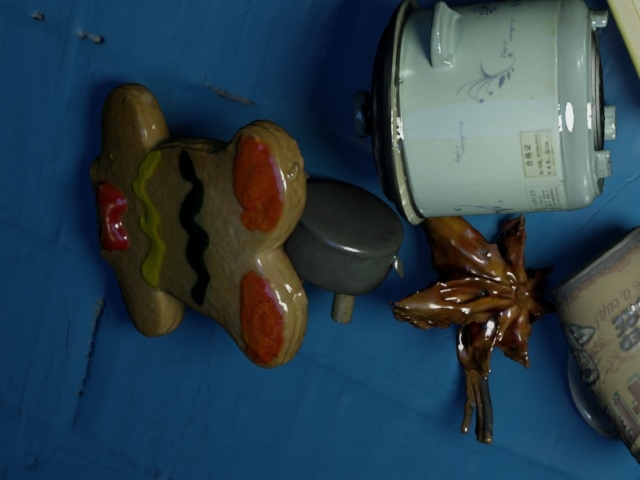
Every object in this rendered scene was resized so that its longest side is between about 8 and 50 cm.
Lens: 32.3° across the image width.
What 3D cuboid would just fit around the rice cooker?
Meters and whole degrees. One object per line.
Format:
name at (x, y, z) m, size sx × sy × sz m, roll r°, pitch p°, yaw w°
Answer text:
rice cooker at (0.182, -0.149, 1.261) m, size 0.317 × 0.264 × 0.316 m, roll 7°, pitch 146°, yaw 4°

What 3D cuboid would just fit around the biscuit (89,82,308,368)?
biscuit at (-0.176, -0.004, 1.464) m, size 0.394 × 0.076 × 0.368 m, roll 20°, pitch 119°, yaw 40°

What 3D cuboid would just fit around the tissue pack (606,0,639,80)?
tissue pack at (0.412, -0.249, 1.211) m, size 0.159 × 0.125 × 0.234 m, roll -22°, pitch 100°, yaw 25°

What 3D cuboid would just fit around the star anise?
star anise at (0.192, 0.104, 1.408) m, size 0.148 × 0.237 × 0.346 m, roll 22°, pitch 130°, yaw 57°

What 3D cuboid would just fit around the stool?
stool at (0.006, -0.002, 1.454) m, size 0.228 × 0.153 × 0.139 m, roll 49°, pitch 131°, yaw 37°

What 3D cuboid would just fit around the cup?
cup at (0.394, 0.134, 1.348) m, size 0.257 × 0.227 × 0.301 m, roll 54°, pitch 148°, yaw 9°
